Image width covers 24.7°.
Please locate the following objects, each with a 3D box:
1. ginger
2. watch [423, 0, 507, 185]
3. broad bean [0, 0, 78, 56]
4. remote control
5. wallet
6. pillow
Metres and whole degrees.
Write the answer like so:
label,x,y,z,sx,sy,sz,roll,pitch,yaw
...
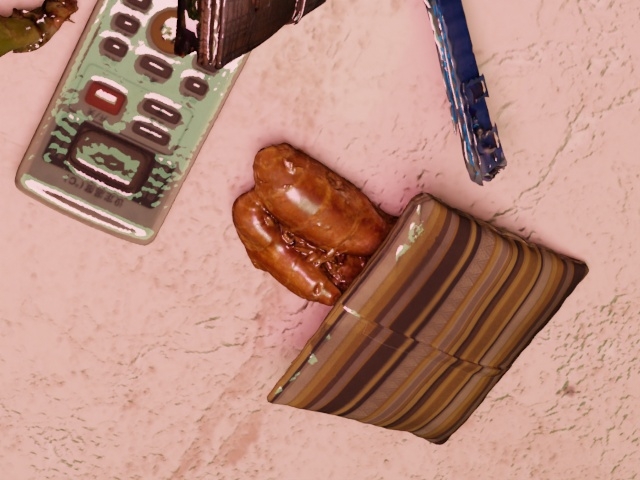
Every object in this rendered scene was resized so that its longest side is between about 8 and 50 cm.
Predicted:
label,x,y,z,sx,sy,sz,roll,pitch,yaw
ginger,0.000,0.000,1.142,0.162,0.073,0.103,30,109,-19
watch,0.200,-0.199,1.009,0.276,0.068,0.275,-14,98,19
broad bean,-0.311,-0.222,1.015,0.144,0.049,0.292,-45,111,-10
remote control,-0.120,-0.137,1.088,0.123,0.038,0.285,26,109,-15
wallet,-0.009,-0.223,0.917,0.044,0.317,0.169,13,114,15
pillow,0.091,0.073,1.170,0.212,0.052,0.208,20,113,-41
